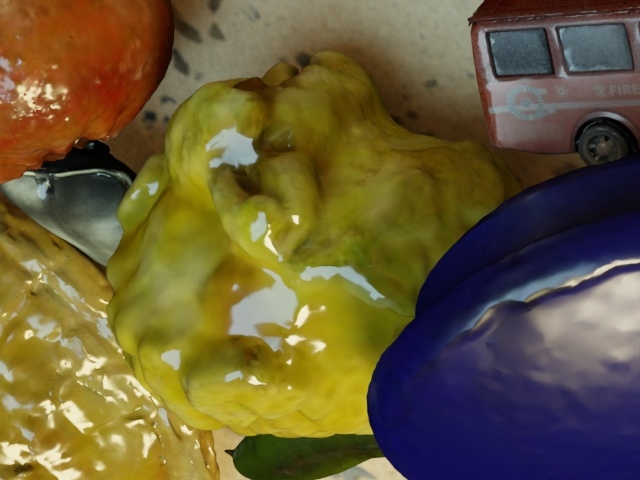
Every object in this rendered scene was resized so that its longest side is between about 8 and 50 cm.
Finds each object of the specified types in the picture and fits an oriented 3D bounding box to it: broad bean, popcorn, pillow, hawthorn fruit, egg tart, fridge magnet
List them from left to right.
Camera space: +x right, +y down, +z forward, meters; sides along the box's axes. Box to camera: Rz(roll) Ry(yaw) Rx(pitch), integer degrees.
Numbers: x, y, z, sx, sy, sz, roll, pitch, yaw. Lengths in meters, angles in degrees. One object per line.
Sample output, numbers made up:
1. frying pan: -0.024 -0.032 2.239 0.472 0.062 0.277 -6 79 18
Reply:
1. egg tart: -0.236 0.126 1.286 0.339 0.153 0.351 51 132 -4
2. hawthorn fruit: -0.176 -0.135 1.063 0.179 0.179 0.200 -20 91 39
3. pillow: -0.125 -0.015 1.158 0.091 0.055 0.136 -21 147 16
4. popcorn: 0.000 0.000 1.045 0.226 0.200 0.203 -26 63 38
5. broad bean: 0.037 0.108 1.172 0.254 0.046 0.065 -13 125 36
6. fridge magnet: 0.150 0.050 0.913 0.265 0.113 0.265 -9 147 -6

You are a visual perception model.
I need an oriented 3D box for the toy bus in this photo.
1. toy bus: 0.188 -0.085 0.933 0.235 0.073 0.096 -3 118 31
